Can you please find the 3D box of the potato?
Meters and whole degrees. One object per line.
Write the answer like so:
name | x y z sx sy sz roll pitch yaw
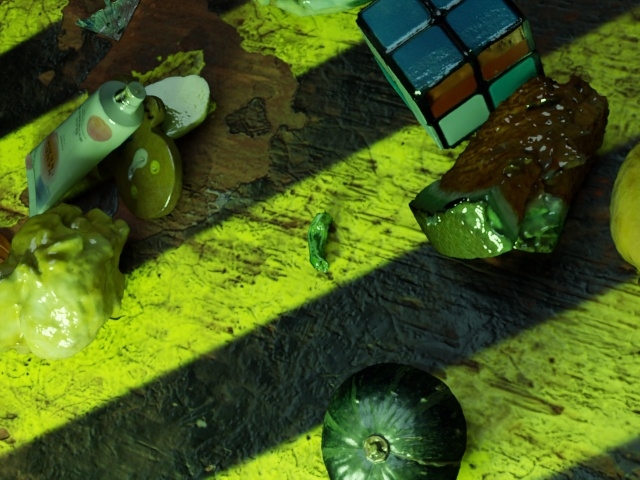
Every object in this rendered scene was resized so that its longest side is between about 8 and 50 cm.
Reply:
potato | -0.211 -0.206 1.583 0.103 0.066 0.096 -19 82 6

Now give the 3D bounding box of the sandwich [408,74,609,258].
sandwich | 0.265 -0.080 1.302 0.162 0.250 0.301 46 78 -13

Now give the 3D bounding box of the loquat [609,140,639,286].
loquat | 0.452 -0.041 1.183 0.238 0.193 0.238 -4 73 15

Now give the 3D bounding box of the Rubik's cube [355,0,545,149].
Rubik's cube | 0.179 -0.258 1.387 0.183 0.180 0.167 -35 61 7

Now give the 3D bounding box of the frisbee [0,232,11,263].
frisbee | -0.576 0.062 1.633 0.192 0.035 0.192 -7 67 18

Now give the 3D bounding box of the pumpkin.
pumpkin | 0.086 0.243 1.234 0.190 0.146 0.190 -7 69 17

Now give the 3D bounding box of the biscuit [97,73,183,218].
biscuit | -0.284 -0.140 1.559 0.180 0.039 0.236 -47 65 33

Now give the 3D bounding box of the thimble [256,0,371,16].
thimble | 0.002 -0.463 1.496 0.288 0.254 0.167 -23 61 28

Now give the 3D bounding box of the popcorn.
popcorn | -0.380 0.065 1.474 0.190 0.191 0.253 41 92 3

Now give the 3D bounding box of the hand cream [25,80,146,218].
hand cream | -0.372 -0.150 1.558 0.341 0.078 0.124 -30 63 40

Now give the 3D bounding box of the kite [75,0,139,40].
kite | -0.364 -0.403 1.757 0.139 0.011 0.156 -25 63 7

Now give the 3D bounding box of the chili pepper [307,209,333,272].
chili pepper | -0.002 0.000 1.437 0.034 0.030 0.091 6 72 -3
